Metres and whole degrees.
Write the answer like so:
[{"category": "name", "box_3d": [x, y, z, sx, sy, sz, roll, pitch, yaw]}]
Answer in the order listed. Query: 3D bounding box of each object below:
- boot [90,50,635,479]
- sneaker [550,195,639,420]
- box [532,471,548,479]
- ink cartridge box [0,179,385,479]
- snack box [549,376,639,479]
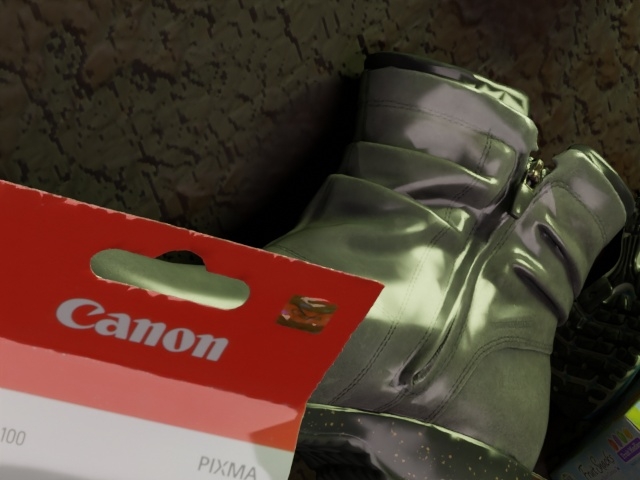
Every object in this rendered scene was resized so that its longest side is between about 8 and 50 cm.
[{"category": "boot", "box_3d": [0.000, 0.000, 0.962, 0.338, 0.118, 0.222, 27, 74, -35]}, {"category": "sneaker", "box_3d": [0.202, 0.045, 1.177, 0.162, 0.063, 0.073, -55, 139, -6]}, {"category": "box", "box_3d": [0.057, 0.237, 1.060, 0.203, 0.167, 0.168, -20, 120, -33]}, {"category": "ink cartridge box", "box_3d": [-0.101, 0.095, 0.824, 0.189, 0.066, 0.232, 15, 131, -26]}, {"category": "snack box", "box_3d": [0.247, 0.078, 1.161, 0.207, 0.070, 0.174, -44, 173, -19]}]
